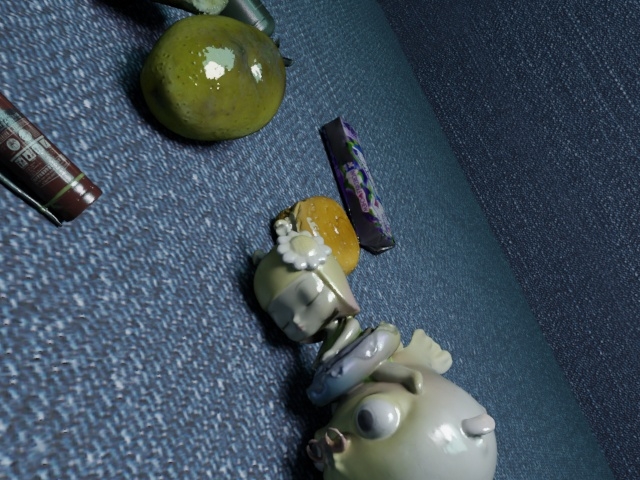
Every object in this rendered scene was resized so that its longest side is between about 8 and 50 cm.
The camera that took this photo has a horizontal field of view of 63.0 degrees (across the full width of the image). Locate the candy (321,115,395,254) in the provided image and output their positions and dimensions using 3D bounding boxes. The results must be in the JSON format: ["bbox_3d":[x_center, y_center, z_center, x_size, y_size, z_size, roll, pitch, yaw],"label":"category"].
[{"bbox_3d":[0.079,-0.120,1.107,0.088,0.061,0.313,26,41,-54],"label":"candy"}]

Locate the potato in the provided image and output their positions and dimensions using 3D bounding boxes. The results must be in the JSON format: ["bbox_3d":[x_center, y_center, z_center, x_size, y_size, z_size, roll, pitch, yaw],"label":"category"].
[{"bbox_3d":[-0.140,-0.221,0.722,0.248,0.143,0.169,-37,106,-56],"label":"potato"}]

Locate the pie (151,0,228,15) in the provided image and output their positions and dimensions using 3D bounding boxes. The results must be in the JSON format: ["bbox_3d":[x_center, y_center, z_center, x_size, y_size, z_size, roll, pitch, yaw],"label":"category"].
[{"bbox_3d":[-0.221,-0.351,0.726,0.186,0.041,0.187,17,23,-8],"label":"pie"}]

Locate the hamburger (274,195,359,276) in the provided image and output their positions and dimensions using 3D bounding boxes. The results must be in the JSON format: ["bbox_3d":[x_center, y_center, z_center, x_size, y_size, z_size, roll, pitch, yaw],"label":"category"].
[{"bbox_3d":[0.000,0.000,0.809,0.147,0.083,0.138,-17,82,-61],"label":"hamburger"}]

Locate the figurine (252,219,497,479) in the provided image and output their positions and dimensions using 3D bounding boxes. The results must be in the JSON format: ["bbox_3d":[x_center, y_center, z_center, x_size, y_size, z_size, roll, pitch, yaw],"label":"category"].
[{"bbox_3d":[0.053,0.143,0.649,0.394,0.227,0.274,52,36,15],"label":"figurine"}]

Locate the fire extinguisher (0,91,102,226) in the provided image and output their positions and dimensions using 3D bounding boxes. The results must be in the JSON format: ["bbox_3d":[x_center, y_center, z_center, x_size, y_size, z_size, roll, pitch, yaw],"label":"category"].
[{"bbox_3d":[-0.265,-0.085,0.454,0.064,0.043,0.158,-49,112,-19],"label":"fire extinguisher"}]

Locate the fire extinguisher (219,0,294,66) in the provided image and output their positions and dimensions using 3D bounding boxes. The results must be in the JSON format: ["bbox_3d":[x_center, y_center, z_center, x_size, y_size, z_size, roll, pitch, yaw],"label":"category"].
[{"bbox_3d":[-0.167,-0.435,0.937,0.095,0.114,0.311,-50,116,-21],"label":"fire extinguisher"}]
